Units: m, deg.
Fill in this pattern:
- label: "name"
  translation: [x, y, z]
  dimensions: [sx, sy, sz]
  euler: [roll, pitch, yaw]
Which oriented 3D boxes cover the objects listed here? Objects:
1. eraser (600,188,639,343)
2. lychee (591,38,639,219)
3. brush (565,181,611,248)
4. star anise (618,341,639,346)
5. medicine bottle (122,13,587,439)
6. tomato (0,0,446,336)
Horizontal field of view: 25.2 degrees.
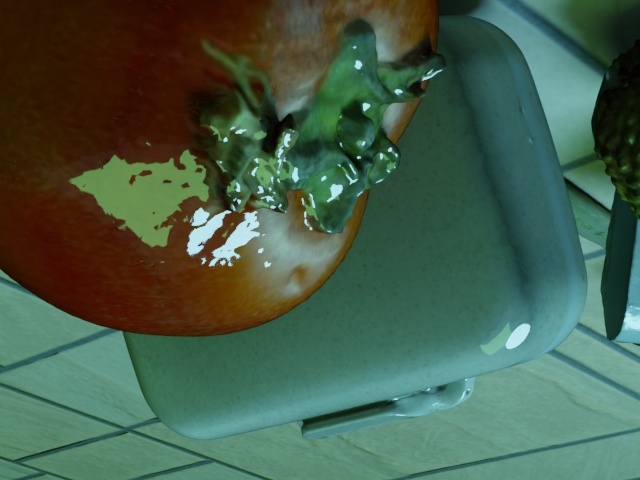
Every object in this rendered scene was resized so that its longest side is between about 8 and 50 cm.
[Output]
- label: "eraser"
  translation: [0.345, 0.004, 1.121]
  dimensions: [0.227, 0.174, 0.081]
  euler: [6, -173, -3]
- label: "lychee"
  translation: [0.273, -0.076, 0.976]
  dimensions: [0.171, 0.171, 0.171]
  euler: [4, 154, 2]
- label: "brush"
  translation: [0.273, 0.003, 1.286]
  dimensions: [0.336, 0.020, 0.085]
  euler: [26, 147, -37]
- label: "star anise"
  translation: [0.434, 0.075, 1.245]
  dimensions: [0.346, 0.237, 0.148]
  euler: [-5, -169, 7]
- label: "medicine bottle"
  translation: [0.000, 0.000, 1.042]
  dimensions: [0.375, 0.282, 0.123]
  euler: [-19, 175, 36]
- label: "tomato"
  translation: [-0.098, -0.107, 0.835]
  dimensions: [0.321, 0.321, 0.321]
  euler: [4, 154, 2]
